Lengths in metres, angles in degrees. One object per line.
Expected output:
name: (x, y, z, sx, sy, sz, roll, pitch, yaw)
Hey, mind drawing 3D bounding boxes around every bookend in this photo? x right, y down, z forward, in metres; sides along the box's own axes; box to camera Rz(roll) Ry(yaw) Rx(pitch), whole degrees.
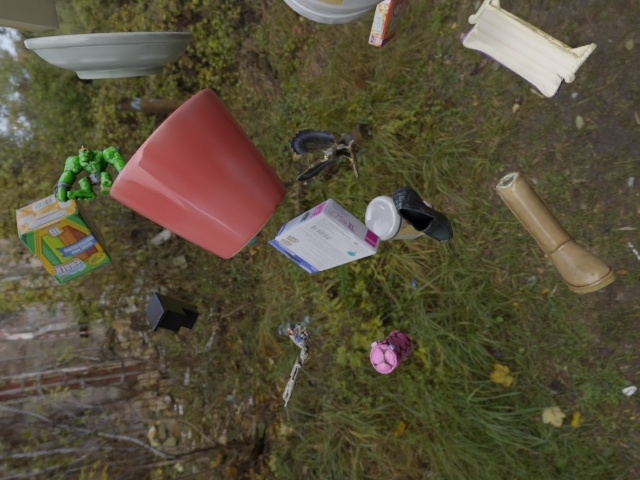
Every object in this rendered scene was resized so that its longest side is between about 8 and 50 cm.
bookend: (-0.454, 0.244, 1.328, 0.156, 0.157, 0.072, 26, 88, 55)

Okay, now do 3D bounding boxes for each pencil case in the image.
pencil case: (0.228, 0.346, 1.341, 0.095, 0.209, 0.098, -47, 72, 17)

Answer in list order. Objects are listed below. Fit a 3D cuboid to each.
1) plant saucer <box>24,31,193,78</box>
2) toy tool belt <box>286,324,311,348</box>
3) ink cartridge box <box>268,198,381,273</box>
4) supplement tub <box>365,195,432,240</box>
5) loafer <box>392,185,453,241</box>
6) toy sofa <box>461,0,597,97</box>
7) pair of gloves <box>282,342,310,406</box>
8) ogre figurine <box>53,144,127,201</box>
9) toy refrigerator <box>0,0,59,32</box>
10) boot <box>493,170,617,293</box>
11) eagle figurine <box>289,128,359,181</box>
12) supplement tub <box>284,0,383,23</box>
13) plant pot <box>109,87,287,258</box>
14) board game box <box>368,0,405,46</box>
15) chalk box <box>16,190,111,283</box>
plant saucer: (-0.536, -0.489, 1.113, 0.400, 0.401, 0.100, 39, 137, 55)
toy tool belt: (-0.057, 0.252, 1.149, 0.052, 0.051, 0.083, 17, 147, 46)
ink cartridge box: (0.000, 0.000, 1.194, 0.311, 0.186, 0.065, -26, 34, 51)
supplement tub: (0.264, -0.075, 1.391, 0.144, 0.200, 0.144, 7, 99, 54)
loafer: (0.260, -0.050, 1.063, 0.076, 0.223, 0.078, -24, 43, 40)
toy sofa: (0.633, -0.608, 1.306, 0.363, 0.150, 0.177, 36, 121, 9)
pair of gloves: (-0.100, 0.562, 1.791, 0.240, 0.042, 0.204, -66, -2, -56)
ogre figurine: (-0.567, -0.169, 1.053, 0.197, 0.097, 0.118, -19, 73, 18)
toy refrigerator: (-0.843, -0.616, 1.084, 0.094, 0.269, 0.102, 5, 108, 26)
boot: (0.506, -0.026, 0.941, 0.269, 0.089, 0.236, 52, -167, -2)
eagle figurine: (0.022, -0.407, 1.984, 0.225, 0.299, 0.226, 29, -120, -73)
supplement tub: (0.035, -0.434, 0.496, 0.331, 0.241, 0.240, -158, 68, -83)
plant pot: (-0.217, -0.112, 0.828, 0.275, 0.243, 0.275, -43, 17, 16)
board game box: (0.208, -0.691, 1.236, 0.045, 0.146, 0.193, 25, 136, 13)
chalk box: (-0.839, 0.009, 1.412, 0.179, 0.180, 0.288, 44, 156, 42)
